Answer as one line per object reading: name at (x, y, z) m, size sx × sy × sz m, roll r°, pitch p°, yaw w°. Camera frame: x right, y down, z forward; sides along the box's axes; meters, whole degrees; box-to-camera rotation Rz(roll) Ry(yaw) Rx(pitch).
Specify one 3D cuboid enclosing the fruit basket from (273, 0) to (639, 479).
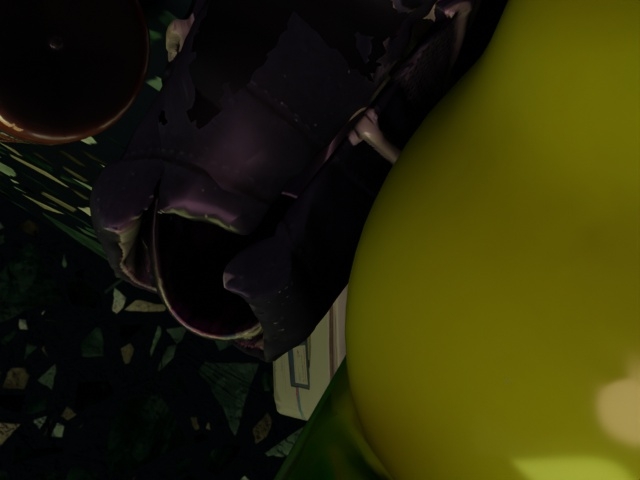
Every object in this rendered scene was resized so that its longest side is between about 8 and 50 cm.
fruit basket at (0.102, 0.079, 0.421) m, size 0.283 × 0.392 × 0.392 m, roll 39°, pitch 170°, yaw -5°

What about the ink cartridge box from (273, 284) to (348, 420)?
ink cartridge box at (0.059, 0.074, 0.940) m, size 0.154 × 0.093 × 0.212 m, roll -2°, pitch 178°, yaw -11°

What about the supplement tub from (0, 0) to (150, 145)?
supplement tub at (-0.175, -0.108, 0.800) m, size 0.106 × 0.106 × 0.198 m, roll 33°, pitch 171°, yaw -24°

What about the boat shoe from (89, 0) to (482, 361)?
boat shoe at (-0.019, -0.030, 0.582) m, size 0.127 × 0.158 × 0.340 m, roll 28°, pitch 171°, yaw 8°
